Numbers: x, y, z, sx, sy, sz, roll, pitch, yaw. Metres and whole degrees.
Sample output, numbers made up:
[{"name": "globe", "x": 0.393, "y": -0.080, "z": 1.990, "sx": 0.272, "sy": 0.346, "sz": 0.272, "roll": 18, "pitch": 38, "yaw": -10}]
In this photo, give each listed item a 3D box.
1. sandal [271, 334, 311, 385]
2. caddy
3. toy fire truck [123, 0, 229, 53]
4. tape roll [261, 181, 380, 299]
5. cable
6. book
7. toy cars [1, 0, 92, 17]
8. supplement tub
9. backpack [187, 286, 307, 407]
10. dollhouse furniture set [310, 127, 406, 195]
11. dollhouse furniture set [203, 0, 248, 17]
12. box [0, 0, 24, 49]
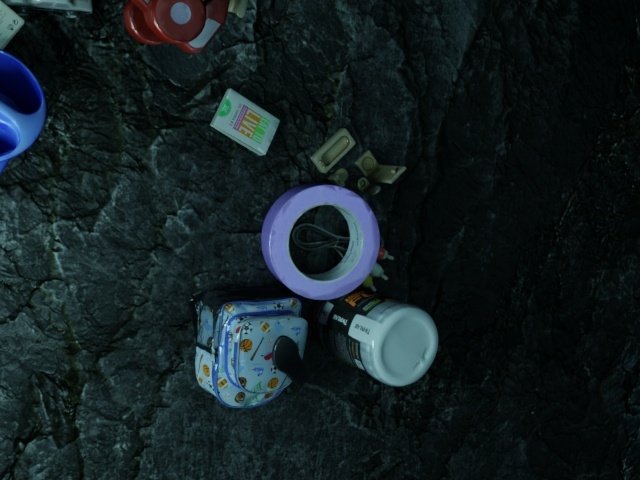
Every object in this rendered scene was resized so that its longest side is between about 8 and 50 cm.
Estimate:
[{"name": "sandal", "x": -0.073, "y": 0.265, "z": 1.734, "sx": 0.067, "sy": 0.040, "sz": 0.179, "roll": -46, "pitch": 142, "yaw": -16}, {"name": "caddy", "x": -0.667, "y": -0.253, "z": 1.392, "sx": 0.341, "sy": 0.179, "sz": 0.241, "roll": 26, "pitch": 60, "yaw": -16}, {"name": "toy fire truck", "x": -0.272, "y": -0.494, "z": 1.373, "sx": 0.302, "sy": 0.169, "sz": 0.254, "roll": 41, "pitch": 80, "yaw": -31}, {"name": "tape roll", "x": 0.000, "y": 0.000, "z": 1.877, "sx": 0.275, "sy": 0.090, "sz": 0.274, "roll": -3, "pitch": 99, "yaw": -18}, {"name": "cable", "x": 0.064, "y": 0.012, "z": 1.966, "sx": 0.287, "sy": 0.072, "sz": 0.139, "roll": 30, "pitch": 87, "yaw": -30}, {"name": "book", "x": -0.173, "y": -0.273, "z": 1.815, "sx": 0.144, "sy": 0.035, "sz": 0.096, "roll": 29, "pitch": 80, "yaw": -28}, {"name": "toy cars", "x": -0.599, "y": -0.557, "z": 1.486, "sx": 0.394, "sy": 0.087, "sz": 0.176, "roll": 41, "pitch": 72, "yaw": -28}, {"name": "supplement tub", "x": 0.119, "y": 0.220, "z": 1.891, "sx": 0.194, "sy": 0.316, "sz": 0.193, "roll": -5, "pitch": 100, "yaw": -30}, {"name": "backpack", "x": -0.162, "y": 0.252, "z": 1.811, "sx": 0.277, "sy": 0.213, "sz": 0.263, "roll": 1, "pitch": 108, "yaw": -33}, {"name": "dollhouse furniture set", "x": 0.092, "y": -0.189, "z": 1.921, "sx": 0.144, "sy": 0.123, "sz": 0.151, "roll": -45, "pitch": 116, "yaw": -16}, {"name": "dollhouse furniture set", "x": -0.305, "y": -0.672, "z": 1.502, "sx": 0.362, "sy": 0.256, "sz": 0.394, "roll": 6, "pitch": 114, "yaw": -21}, {"name": "box", "x": -0.693, "y": -0.461, "z": 1.443, "sx": 0.275, "sy": 0.113, "sz": 0.094, "roll": 42, "pitch": 76, "yaw": -29}]
